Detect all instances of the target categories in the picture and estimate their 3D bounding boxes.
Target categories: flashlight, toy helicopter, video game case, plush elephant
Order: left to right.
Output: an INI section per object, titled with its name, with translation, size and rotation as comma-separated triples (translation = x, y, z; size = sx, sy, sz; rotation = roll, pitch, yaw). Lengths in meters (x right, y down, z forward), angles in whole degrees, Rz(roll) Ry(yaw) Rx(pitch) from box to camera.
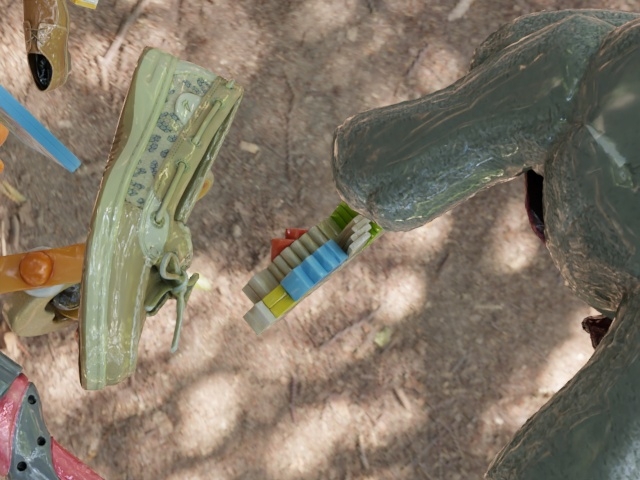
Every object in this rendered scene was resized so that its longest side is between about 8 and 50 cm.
[video game case]
translation = -0.289, -0.120, 0.845
size = 0.015, 0.166, 0.119
rotation = -49, 124, -11
[flashlight]
translation = -0.254, 0.237, 0.951
size = 0.304, 0.103, 0.103
rotation = 39, 110, -9
[toy helicopter]
translation = -0.277, 0.009, 1.162
size = 0.355, 0.140, 0.235
rotation = -41, 160, 23
[plush elephant]
translation = 0.211, -0.012, 0.465
size = 0.330, 0.272, 0.255
rotation = -44, 143, 19

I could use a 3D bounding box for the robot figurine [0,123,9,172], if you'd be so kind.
[robot figurine]
translation = -0.560, -0.161, 1.373
size = 0.219, 0.158, 0.128
rotation = -45, 164, -26

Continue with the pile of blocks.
[pile of blocks]
translation = 0.000, 0.000, 1.545
size = 0.362, 0.149, 0.112
rotation = -40, 83, -15

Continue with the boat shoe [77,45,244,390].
[boat shoe]
translation = -0.116, -0.023, 0.677
size = 0.089, 0.104, 0.285
rotation = 13, 60, -11

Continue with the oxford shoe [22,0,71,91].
[oxford shoe]
translation = -0.466, -0.351, 1.546
size = 0.076, 0.076, 0.212
rotation = 2, 118, 11

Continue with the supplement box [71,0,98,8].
[supplement box]
translation = -0.284, -0.335, 1.098
size = 0.036, 0.062, 0.098
rotation = -2, 118, -59
